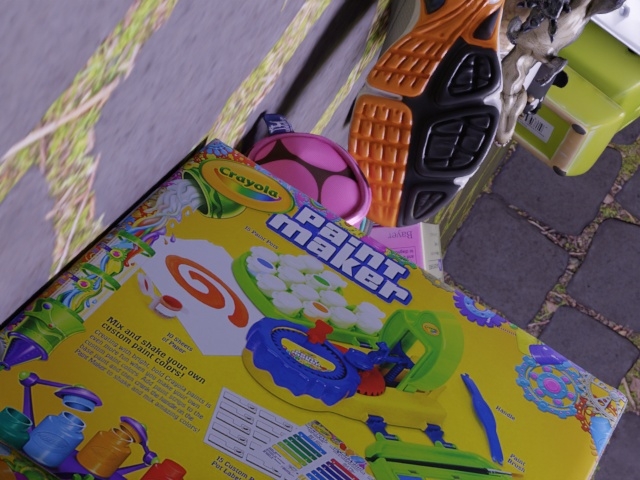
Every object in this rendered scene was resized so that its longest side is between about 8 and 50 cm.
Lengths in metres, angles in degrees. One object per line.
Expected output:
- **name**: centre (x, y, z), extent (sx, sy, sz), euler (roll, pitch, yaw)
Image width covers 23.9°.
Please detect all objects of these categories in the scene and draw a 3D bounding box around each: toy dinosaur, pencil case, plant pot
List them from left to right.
- **pencil case**: centre (-0.037, 0.011, 1.053), extent (0.209, 0.098, 0.095), euler (111, -32, -52)
- **plant pot**: centre (0.277, -0.213, 1.669), extent (0.207, 0.228, 0.227), euler (-50, 172, -13)
- **toy dinosaur**: centre (0.195, -0.182, 1.085), extent (0.268, 0.064, 0.118), euler (-49, 180, 13)

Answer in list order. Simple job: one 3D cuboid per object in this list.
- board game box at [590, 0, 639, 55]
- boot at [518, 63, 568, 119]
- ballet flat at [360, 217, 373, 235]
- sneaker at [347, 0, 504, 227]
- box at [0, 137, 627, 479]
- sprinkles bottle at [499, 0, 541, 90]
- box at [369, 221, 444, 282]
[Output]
- **board game box**: centre (0.402, -0.356, 1.484), extent (0.390, 0.390, 0.050), euler (-58, -151, 4)
- **boot**: centre (0.128, -0.133, 1.334), extent (0.198, 0.137, 0.077), euler (-51, 170, -37)
- **ballet flat**: centre (0.000, 0.000, 1.308), extent (0.074, 0.074, 0.203), euler (-50, 175, -45)
- **sneaker**: centre (0.084, -0.134, 1.070), extent (0.121, 0.099, 0.263), euler (166, -59, -89)
- **box**: centre (-0.030, 0.138, 0.832), extent (0.279, 0.290, 0.177), euler (-48, 167, -49)
- **sprinkles bottle**: centre (0.175, -0.273, 1.139), extent (0.121, 0.121, 0.355), euler (-47, 166, -55)
- **box**: centre (0.064, 0.105, 1.510), extent (0.213, 0.117, 0.243), euler (-2, 86, -81)
